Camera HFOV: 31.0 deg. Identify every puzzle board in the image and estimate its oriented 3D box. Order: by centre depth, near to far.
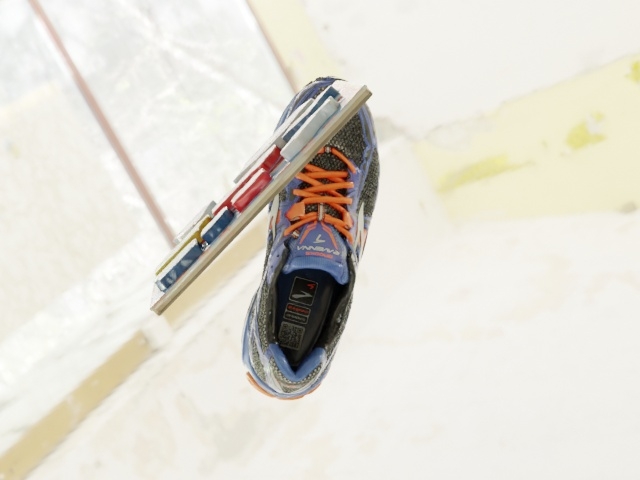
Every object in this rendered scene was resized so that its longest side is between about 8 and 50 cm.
[{"bbox_3d":[-0.031,-0.025,0.516,0.128,0.011,0.096,-46,-168,2],"label":"puzzle board"}]

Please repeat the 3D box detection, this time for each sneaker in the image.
[{"bbox_3d":[0.000,0.000,0.761,0.083,0.221,0.087,7,178,-8],"label":"sneaker"}]
